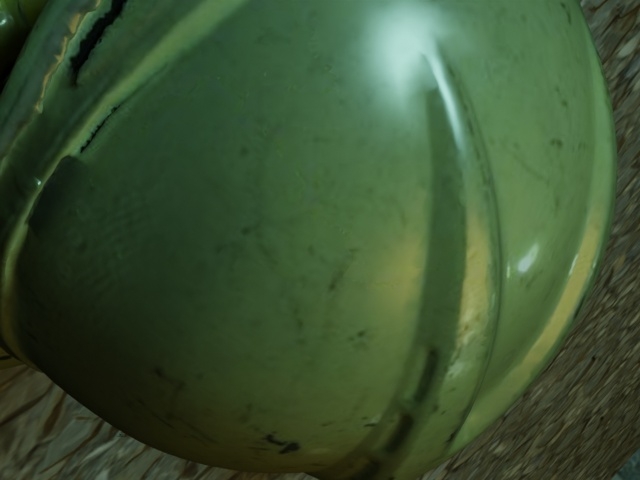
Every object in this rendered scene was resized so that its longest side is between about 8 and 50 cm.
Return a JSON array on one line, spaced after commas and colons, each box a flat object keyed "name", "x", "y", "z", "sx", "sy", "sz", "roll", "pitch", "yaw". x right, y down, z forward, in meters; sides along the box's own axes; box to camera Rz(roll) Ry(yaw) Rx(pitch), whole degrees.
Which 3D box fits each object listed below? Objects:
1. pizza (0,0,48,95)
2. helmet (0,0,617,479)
[{"name": "pizza", "x": -0.067, "y": -0.074, "z": 0.607, "sx": 0.223, "sy": 0.089, "sz": 0.323, "roll": -48, "pitch": 162, "yaw": 11}, {"name": "helmet", "x": 0.000, "y": 0.005, "z": 0.562, "sx": 0.204, "sy": 0.137, "sz": 0.257, "roll": -20, "pitch": 155, "yaw": -44}]
